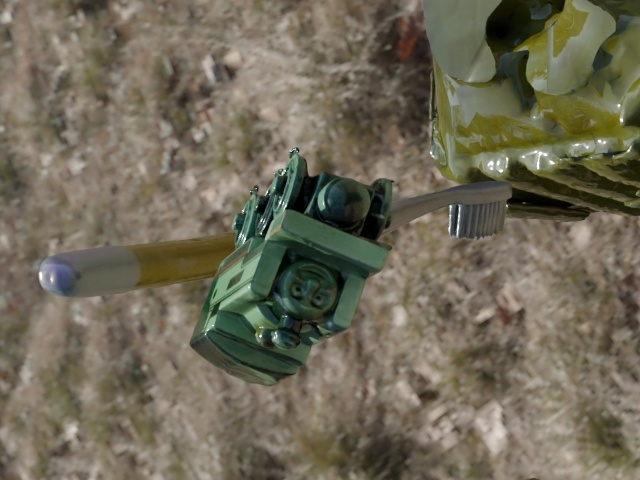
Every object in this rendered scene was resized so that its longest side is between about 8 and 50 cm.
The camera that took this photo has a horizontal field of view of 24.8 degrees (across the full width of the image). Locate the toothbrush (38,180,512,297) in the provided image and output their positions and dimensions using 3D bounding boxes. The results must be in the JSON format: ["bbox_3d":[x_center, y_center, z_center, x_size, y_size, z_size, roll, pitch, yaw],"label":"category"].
[{"bbox_3d":[0.000,0.000,0.570,0.021,0.288,0.024,9,102,36],"label":"toothbrush"}]

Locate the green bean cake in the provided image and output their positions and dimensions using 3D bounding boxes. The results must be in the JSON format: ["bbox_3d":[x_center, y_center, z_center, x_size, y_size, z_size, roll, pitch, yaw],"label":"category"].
[{"bbox_3d":[0.190,-0.171,0.958,0.285,0.202,0.310,-7,78,60],"label":"green bean cake"}]

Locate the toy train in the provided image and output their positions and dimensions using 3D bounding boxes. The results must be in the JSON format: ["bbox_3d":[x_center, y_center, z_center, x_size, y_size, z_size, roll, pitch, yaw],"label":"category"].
[{"bbox_3d":[-0.008,0.008,0.393,0.033,0.053,0.083,23,164,-11],"label":"toy train"}]

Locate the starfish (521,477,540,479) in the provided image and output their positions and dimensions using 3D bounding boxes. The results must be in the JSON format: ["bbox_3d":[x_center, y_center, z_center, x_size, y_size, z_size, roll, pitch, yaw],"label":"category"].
[{"bbox_3d":[0.220,0.264,0.881,0.303,0.113,0.312,31,171,10],"label":"starfish"}]
